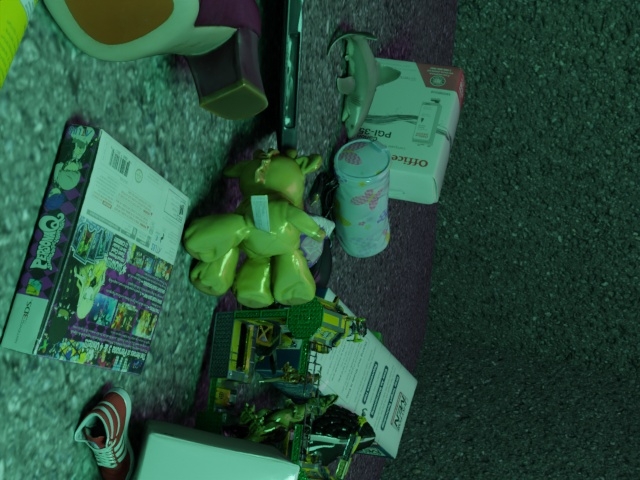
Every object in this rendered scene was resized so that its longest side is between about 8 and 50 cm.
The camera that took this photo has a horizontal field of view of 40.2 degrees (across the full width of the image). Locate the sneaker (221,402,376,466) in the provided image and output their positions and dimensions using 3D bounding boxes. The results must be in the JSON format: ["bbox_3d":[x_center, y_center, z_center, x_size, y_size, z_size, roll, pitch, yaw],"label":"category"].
[{"bbox_3d":[-0.046,0.349,1.452,0.107,0.283,0.124,44,-55,53],"label":"sneaker"}]

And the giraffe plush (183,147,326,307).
[{"bbox_3d":[-0.074,-0.037,1.141,0.170,0.181,0.210,-82,-171,-45],"label":"giraffe plush"}]

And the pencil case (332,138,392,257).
[{"bbox_3d":[0.090,-0.082,1.798,0.273,0.124,0.113,83,-20,-53],"label":"pencil case"}]

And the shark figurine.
[{"bbox_3d":[0.095,-0.336,1.678,0.278,0.116,0.166,82,22,-58],"label":"shark figurine"}]

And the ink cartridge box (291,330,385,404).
[{"bbox_3d":[0.035,0.288,1.834,0.087,0.153,0.208,73,30,-61],"label":"ink cartridge box"}]

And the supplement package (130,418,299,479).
[{"bbox_3d":[-0.152,0.372,1.002,0.177,0.175,0.293,153,-49,-77],"label":"supplement package"}]

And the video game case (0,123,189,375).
[{"bbox_3d":[-0.211,0.021,0.872,0.232,0.042,0.210,46,56,-73],"label":"video game case"}]

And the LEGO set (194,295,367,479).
[{"bbox_3d":[-0.035,0.233,1.241,0.192,0.255,0.331,25,58,-51],"label":"LEGO set"}]

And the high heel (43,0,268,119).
[{"bbox_3d":[-0.161,-0.252,0.823,0.377,0.127,0.181,41,33,-70],"label":"high heel"}]

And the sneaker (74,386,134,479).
[{"bbox_3d":[-0.233,0.225,0.945,0.067,0.042,0.118,-46,139,-69],"label":"sneaker"}]

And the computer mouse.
[{"bbox_3d":[0.000,0.000,1.661,0.184,0.060,0.262,87,19,-47],"label":"computer mouse"}]

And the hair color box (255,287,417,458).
[{"bbox_3d":[0.039,0.251,1.622,0.347,0.105,0.174,48,52,-38],"label":"hair color box"}]

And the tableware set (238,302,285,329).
[{"bbox_3d":[-0.091,0.093,1.414,0.128,0.039,0.194,-64,160,-47],"label":"tableware set"}]

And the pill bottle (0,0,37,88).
[{"bbox_3d":[-0.243,-0.098,0.494,0.117,0.117,0.215,64,39,-68],"label":"pill bottle"}]

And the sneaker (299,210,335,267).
[{"bbox_3d":[-0.040,0.000,1.454,0.236,0.095,0.104,19,89,-77],"label":"sneaker"}]

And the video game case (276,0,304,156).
[{"bbox_3d":[-0.043,-0.250,1.229,0.196,0.026,0.274,-99,-169,-64],"label":"video game case"}]

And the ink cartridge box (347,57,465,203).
[{"bbox_3d":[0.183,-0.240,1.894,0.117,0.207,0.283,71,32,-62],"label":"ink cartridge box"}]
